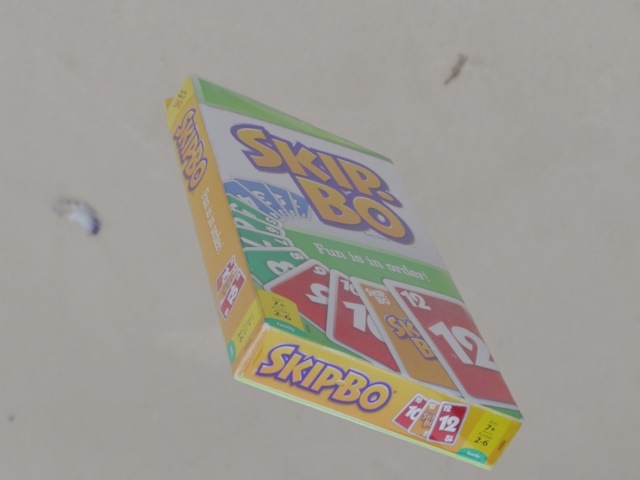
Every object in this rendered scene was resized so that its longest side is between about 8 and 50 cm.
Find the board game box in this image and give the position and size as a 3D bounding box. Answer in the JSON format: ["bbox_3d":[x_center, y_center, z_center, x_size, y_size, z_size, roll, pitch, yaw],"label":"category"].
[{"bbox_3d":[0.000,0.000,0.736,0.124,0.259,0.039,22,110,-23],"label":"board game box"}]
